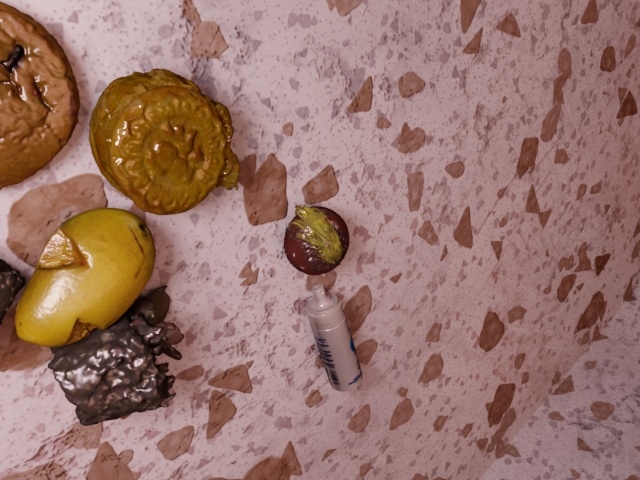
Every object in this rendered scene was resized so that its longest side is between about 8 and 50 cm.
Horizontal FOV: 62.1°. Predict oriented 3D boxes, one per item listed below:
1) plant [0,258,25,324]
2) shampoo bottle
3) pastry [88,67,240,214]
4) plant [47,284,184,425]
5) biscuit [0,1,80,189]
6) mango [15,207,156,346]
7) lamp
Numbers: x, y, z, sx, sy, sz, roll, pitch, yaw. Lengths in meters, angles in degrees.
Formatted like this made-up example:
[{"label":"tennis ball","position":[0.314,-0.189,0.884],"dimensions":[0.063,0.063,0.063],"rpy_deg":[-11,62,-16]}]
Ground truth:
[{"label":"plant","position":[-0.557,0.105,0.804],"dimensions":[0.129,0.132,0.194],"rpy_deg":[46,72,-34]},{"label":"shampoo bottle","position":[0.031,0.235,1.312],"dimensions":[0.092,0.092,0.303],"rpy_deg":[-30,121,-25]},{"label":"pastry","position":[-0.273,-0.174,0.928],"dimensions":[0.235,0.132,0.240],"rpy_deg":[-28,128,-36]},{"label":"plant","position":[-0.350,0.214,0.963],"dimensions":[0.234,0.204,0.178],"rpy_deg":[-21,121,-22]},{"label":"biscuit","position":[-0.501,-0.207,0.768],"dimensions":[0.296,0.075,0.296],"rpy_deg":[-13,113,-32]},{"label":"mango","position":[-0.389,0.061,0.888],"dimensions":[0.167,0.130,0.262],"rpy_deg":[38,64,-26]},{"label":"lamp","position":[-0.002,0.005,1.176],"dimensions":[0.157,0.135,0.156],"rpy_deg":[4,104,-40]}]
